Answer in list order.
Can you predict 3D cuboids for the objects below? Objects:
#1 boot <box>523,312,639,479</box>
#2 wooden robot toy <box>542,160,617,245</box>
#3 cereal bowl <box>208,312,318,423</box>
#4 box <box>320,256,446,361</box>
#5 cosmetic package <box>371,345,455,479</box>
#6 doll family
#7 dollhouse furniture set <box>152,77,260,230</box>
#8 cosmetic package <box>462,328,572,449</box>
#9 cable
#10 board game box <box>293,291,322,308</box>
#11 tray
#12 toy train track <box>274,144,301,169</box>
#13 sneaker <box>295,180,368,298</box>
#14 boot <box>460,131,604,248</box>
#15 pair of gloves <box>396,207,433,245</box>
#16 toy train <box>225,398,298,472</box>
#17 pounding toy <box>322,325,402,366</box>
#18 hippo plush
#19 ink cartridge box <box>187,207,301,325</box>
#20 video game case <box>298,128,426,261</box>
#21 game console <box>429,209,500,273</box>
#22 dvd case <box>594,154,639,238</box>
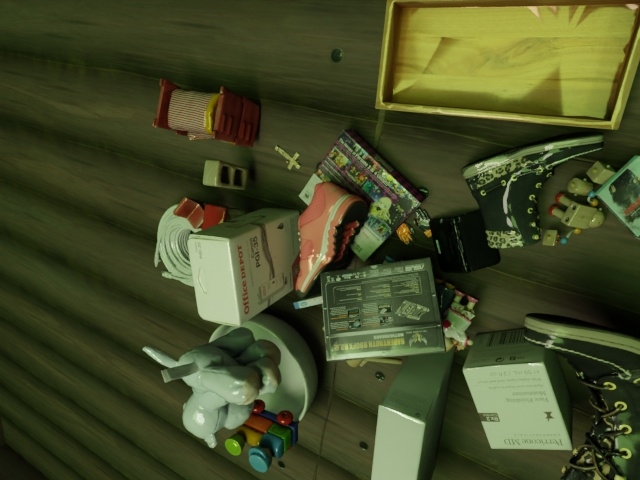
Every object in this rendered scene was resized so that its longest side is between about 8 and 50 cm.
[{"bbox_3d":[0.475,0.293,0.693,0.378,0.138,0.283,20,90,-14],"label":"boot"},{"bbox_3d":[0.476,-0.056,0.758,0.079,0.076,0.173,12,116,-12],"label":"wooden robot toy"},{"bbox_3d":[-0.147,0.351,1.183,0.339,0.141,0.338,10,111,27],"label":"cereal bowl"},{"bbox_3d":[0.121,0.141,0.845,0.231,0.056,0.182,-10,70,14],"label":"box"},{"bbox_3d":[0.203,0.447,0.932,0.098,0.284,0.376,13,111,27],"label":"cosmetic package"},{"bbox_3d":[0.216,0.149,0.939,0.263,0.118,0.163,27,100,15],"label":"doll family"},{"bbox_3d":[-0.296,-0.182,1.033,0.202,0.152,0.373,13,97,25],"label":"dollhouse furniture set"},{"bbox_3d":[0.401,0.295,0.848,0.152,0.151,0.183,-18,97,34],"label":"cosmetic package"},{"bbox_3d":[-0.365,0.014,1.227,0.257,0.089,0.256,22,114,21],"label":"cable"},{"bbox_3d":[-0.008,0.143,1.066,0.090,0.090,0.019,-19,93,33],"label":"board game box"},{"bbox_3d":[0.313,-0.322,0.744,0.412,0.076,0.202,14,112,24],"label":"tray"},{"bbox_3d":[-0.083,-0.206,1.039,0.083,0.014,0.048,42,121,12],"label":"toy train track"},{"bbox_3d":[0.001,0.000,0.981,0.136,0.116,0.313,45,129,28],"label":"sneaker"},{"bbox_3d":[0.394,-0.087,0.766,0.237,0.085,0.178,-12,100,40],"label":"boot"},{"bbox_3d":[0.208,-0.030,0.935,0.083,0.010,0.074,-28,91,32],"label":"pair of gloves"},{"bbox_3d":[-0.195,0.493,1.088,0.248,0.143,0.105,11,111,26],"label":"toy train"},{"bbox_3d":[0.096,0.237,0.969,0.181,0.206,0.094,43,122,10],"label":"pounding toy"},{"bbox_3d":[-0.230,0.368,0.981,0.234,0.295,0.236,26,113,44],"label":"hippo plush"},{"bbox_3d":[-0.161,0.051,1.007,0.117,0.283,0.207,5,109,28],"label":"ink cartridge box"},{"bbox_3d":[0.085,-0.098,0.955,0.232,0.042,0.210,45,128,10],"label":"video game case"},{"bbox_3d":[0.302,0.002,0.887,0.107,0.071,0.122,-3,105,58],"label":"game console"},{"bbox_3d":[0.528,-0.070,0.699,0.119,0.013,0.087,40,102,-14],"label":"dvd case"}]
